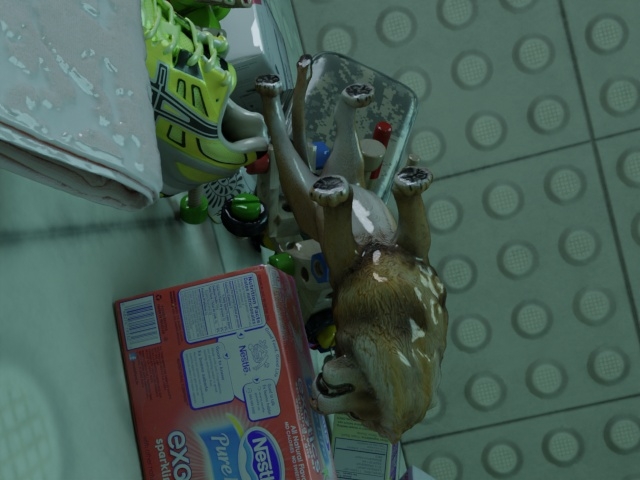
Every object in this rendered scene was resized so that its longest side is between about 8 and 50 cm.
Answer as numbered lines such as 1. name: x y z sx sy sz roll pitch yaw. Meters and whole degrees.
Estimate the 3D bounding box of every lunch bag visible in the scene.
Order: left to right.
1. lunch bag: 0.001 -0.123 1.311 0.256 0.213 0.305 136 -26 -69

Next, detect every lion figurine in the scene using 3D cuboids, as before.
1. lion figurine: 0.030 -0.010 0.787 0.392 0.142 0.240 -103 -176 -50

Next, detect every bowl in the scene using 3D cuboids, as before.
1. bowl: -0.133 -0.116 1.138 0.170 0.080 0.170 -14 90 -82

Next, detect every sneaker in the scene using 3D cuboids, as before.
1. sneaker: -0.168 -0.188 0.753 0.384 0.147 0.145 58 21 -60

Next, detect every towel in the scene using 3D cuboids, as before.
1. towel: -0.218 -0.209 0.461 0.317 0.053 0.331 27 48 -58

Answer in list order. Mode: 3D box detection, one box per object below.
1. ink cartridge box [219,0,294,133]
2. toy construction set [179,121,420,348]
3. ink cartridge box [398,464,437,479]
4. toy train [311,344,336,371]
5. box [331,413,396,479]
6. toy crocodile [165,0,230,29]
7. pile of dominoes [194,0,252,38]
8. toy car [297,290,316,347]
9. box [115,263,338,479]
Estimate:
1. ink cartridge box: -0.134 -0.337 1.383 0.283 0.117 0.207 53 24 -71
2. toy construction set: 0.000 0.000 1.063 0.309 0.257 0.237 -40 154 -40
3. ink cartridge box: 0.162 0.580 1.569 0.086 0.203 0.148 34 14 -5
4. toy train: -0.004 0.175 1.567 0.143 0.105 0.248 45 35 -44
5. box: 0.096 0.372 1.544 0.213 0.117 0.243 44 52 -77
6. toy crocodile: -0.209 -0.411 1.091 0.115 0.105 0.340 -26 97 -82
7. pile of dominoes: -0.165 -0.337 0.945 0.251 0.040 0.196 -20 113 -62
8. toy car: -0.027 0.126 1.350 0.182 0.159 0.136 37 77 -79
9. box: -0.075 0.187 0.737 0.142 0.154 0.300 39 37 -78
